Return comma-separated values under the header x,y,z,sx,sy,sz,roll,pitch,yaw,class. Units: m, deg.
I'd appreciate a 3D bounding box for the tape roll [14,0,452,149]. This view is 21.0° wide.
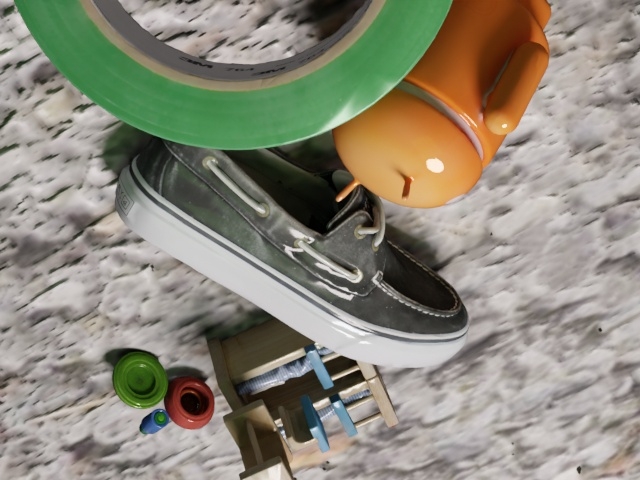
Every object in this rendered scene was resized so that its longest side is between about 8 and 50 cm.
x,y,z,sx,sy,sz,roll,pitch,yaw,class
-0.059,-0.225,1.189,0.321,0.077,0.321,1,105,2,tape roll

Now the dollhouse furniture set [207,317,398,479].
x,y,z,sx,sy,sz,roll,pitch,yaw,class
-0.002,0.161,1.478,0.129,0.184,0.129,-24,126,3,dollhouse furniture set

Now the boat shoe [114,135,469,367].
x,y,z,sx,sy,sz,roll,pitch,yaw,class
0.000,0.000,1.406,0.335,0.121,0.119,25,119,-25,boat shoe

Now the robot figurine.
x,y,z,sx,sy,sz,roll,pitch,yaw,class
0.090,-0.116,1.315,0.219,0.158,0.128,-58,163,-20,robot figurine

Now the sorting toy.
x,y,z,sx,sy,sz,roll,pitch,yaw,class
-0.144,0.141,1.518,0.102,0.061,0.042,25,149,-20,sorting toy
